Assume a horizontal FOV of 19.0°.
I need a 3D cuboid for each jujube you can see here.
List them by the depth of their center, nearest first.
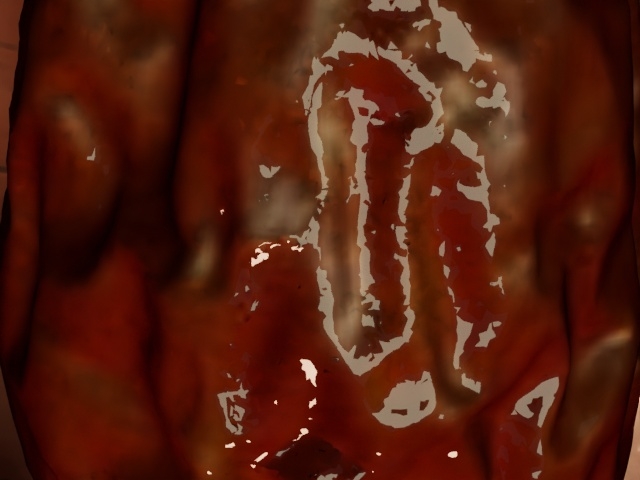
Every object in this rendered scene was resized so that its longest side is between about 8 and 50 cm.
[{"bbox_3d":[0.000,0.000,0.496,0.174,0.174,0.250,-6,113,-16],"label":"jujube"}]

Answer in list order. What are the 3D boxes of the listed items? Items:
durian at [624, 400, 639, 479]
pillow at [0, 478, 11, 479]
[{"bbox_3d":[0.156,0.106,0.589,0.195,0.185,0.305,-10,130,-22],"label":"durian"},{"bbox_3d":[-0.099,0.177,0.566,0.171,0.075,0.179,-40,110,2],"label":"pillow"}]
